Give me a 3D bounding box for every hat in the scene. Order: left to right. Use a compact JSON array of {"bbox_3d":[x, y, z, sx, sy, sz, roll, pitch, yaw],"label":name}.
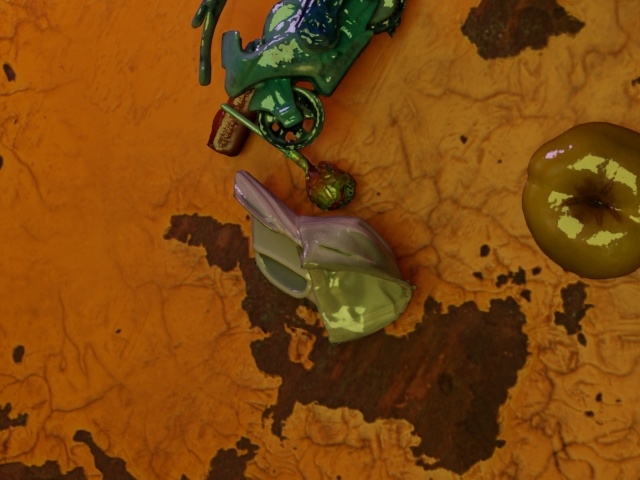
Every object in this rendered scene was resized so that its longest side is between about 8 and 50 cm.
[{"bbox_3d":[0.000,0.000,1.495,0.164,0.219,0.226,-22,62,-5],"label":"hat"}]

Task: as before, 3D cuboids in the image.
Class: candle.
[{"bbox_3d":[-0.097,-0.181,1.542,0.053,0.048,0.162,35,106,29],"label":"candle"}]

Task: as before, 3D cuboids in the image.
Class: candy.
[{"bbox_3d":[-0.043,-0.108,1.515,0.201,0.060,0.060,38,106,3],"label":"candy"}]

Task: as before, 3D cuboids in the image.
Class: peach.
[{"bbox_3d":[0.313,-0.045,1.392,0.179,0.103,0.179,2,96,15],"label":"peach"}]

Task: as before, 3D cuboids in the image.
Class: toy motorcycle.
[{"bbox_3d":[-0.031,-0.255,1.447,0.206,0.154,0.260,36,91,-4],"label":"toy motorcycle"}]
